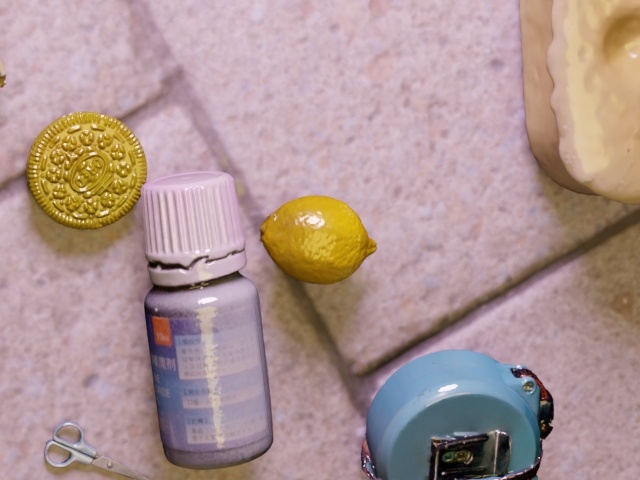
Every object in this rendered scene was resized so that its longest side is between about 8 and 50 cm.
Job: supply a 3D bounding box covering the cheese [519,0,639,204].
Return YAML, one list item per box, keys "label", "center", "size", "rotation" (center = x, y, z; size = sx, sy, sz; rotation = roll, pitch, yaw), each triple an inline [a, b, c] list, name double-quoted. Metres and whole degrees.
- label: "cheese"
  center: [0.268, -0.189, 1.180]
  size: [0.384, 0.104, 0.384]
  rotation: [-2, 99, -14]

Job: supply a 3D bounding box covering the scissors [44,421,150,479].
- label: "scissors"
  center: [-0.161, 0.161, 1.192]
  size: [0.083, 0.006, 0.036]
  rotation: [28, 95, -16]

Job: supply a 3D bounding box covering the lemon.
- label: "lemon"
  center: [0.000, 0.000, 1.171]
  size: [0.092, 0.065, 0.065]
  rotation: [11, 97, -24]

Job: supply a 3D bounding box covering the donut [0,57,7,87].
- label: "donut"
  center: [-0.301, -0.109, 1.080]
  size: [0.166, 0.065, 0.108]
  rotation: [-31, 105, -7]

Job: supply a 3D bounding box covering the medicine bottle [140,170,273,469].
- label: "medicine bottle"
  center: [-0.082, 0.055, 1.152]
  size: [0.083, 0.083, 0.203]
  rotation: [-7, 101, -12]

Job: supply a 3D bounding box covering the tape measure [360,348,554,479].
- label: "tape measure"
  center: [0.101, 0.144, 1.210]
  size: [0.146, 0.081, 0.125]
  rotation: [-4, 118, -9]

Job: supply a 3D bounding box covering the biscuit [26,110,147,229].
- label: "biscuit"
  center: [-0.164, -0.049, 1.145]
  size: [0.084, 0.023, 0.084]
  rotation: [-3, 100, -15]
